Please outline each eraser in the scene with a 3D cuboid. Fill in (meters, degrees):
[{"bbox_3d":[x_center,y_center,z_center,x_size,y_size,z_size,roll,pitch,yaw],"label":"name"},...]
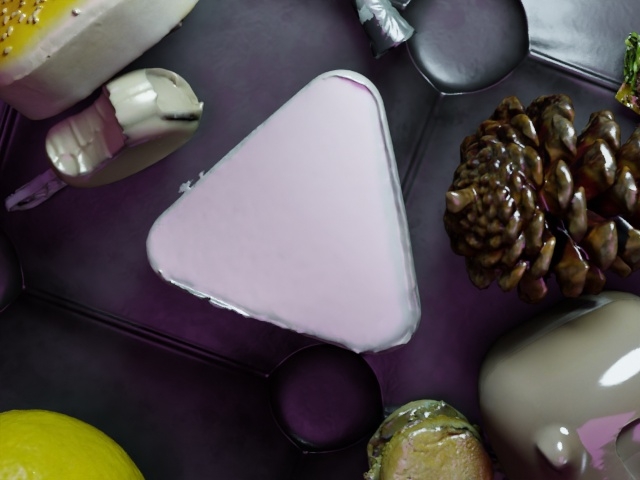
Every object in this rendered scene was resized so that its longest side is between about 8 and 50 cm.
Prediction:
[{"bbox_3d":[0.000,0.000,1.101,0.331,0.150,0.331,0,97,3],"label":"eraser"}]

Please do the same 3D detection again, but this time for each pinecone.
[{"bbox_3d":[0.272,-0.047,1.044,0.309,0.244,0.244,1,101,-15],"label":"pinecone"}]

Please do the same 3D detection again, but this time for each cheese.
[{"bbox_3d":[-0.271,-0.103,1.097,0.286,0.163,0.082,-30,82,22],"label":"cheese"}]

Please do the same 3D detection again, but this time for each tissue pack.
[{"bbox_3d":[0.364,0.263,1.068,0.267,0.277,0.387,-31,98,5],"label":"tissue pack"}]

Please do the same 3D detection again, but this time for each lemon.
[{"bbox_3d":[-0.350,0.372,1.094,0.347,0.348,0.348,0,100,2],"label":"lemon"}]

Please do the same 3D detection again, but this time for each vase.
[{"bbox_3d":[0.045,-0.299,1.089,0.059,0.059,0.167,-33,97,8],"label":"vase"}]

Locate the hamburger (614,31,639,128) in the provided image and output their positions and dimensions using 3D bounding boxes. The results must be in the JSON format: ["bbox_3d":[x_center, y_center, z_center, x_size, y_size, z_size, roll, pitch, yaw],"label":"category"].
[{"bbox_3d":[0.443,-0.190,1.073,0.189,0.093,0.164,17,101,1],"label":"hamburger"}]

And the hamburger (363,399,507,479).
[{"bbox_3d":[0.147,0.281,1.157,0.184,0.131,0.159,9,92,-6],"label":"hamburger"}]

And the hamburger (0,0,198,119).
[{"bbox_3d":[-0.265,-0.266,1.029,0.295,0.227,0.151,-34,120,5],"label":"hamburger"}]
